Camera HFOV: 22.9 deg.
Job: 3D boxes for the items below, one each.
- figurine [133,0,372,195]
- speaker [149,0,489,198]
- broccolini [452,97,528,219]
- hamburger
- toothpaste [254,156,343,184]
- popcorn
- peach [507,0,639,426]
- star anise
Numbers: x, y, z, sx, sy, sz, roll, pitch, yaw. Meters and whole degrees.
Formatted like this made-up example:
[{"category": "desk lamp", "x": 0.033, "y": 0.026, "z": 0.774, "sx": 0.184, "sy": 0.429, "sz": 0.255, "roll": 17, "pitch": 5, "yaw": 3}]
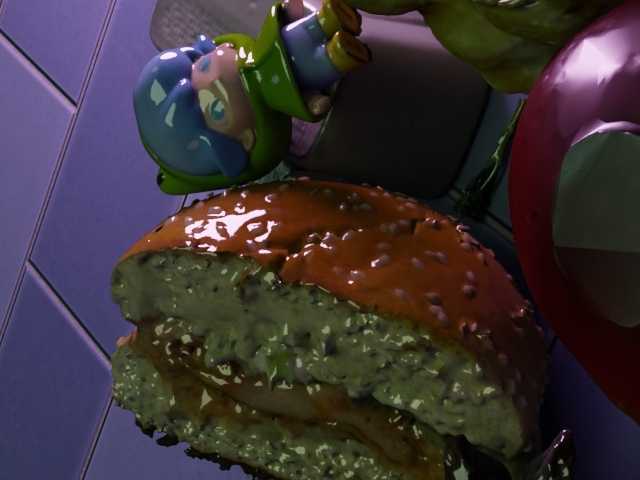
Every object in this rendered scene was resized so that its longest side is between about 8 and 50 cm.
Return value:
[{"category": "figurine", "x": -0.070, "y": -0.144, "z": 1.543, "sx": 0.263, "sy": 0.143, "sz": 0.162, "roll": -27, "pitch": 71, "yaw": 28}, {"category": "speaker", "x": -0.014, "y": -0.205, "z": 1.731, "sx": 0.406, "sy": 0.184, "sz": 0.183, "roll": 40, "pitch": 116, "yaw": 47}, {"category": "broccolini", "x": 0.172, "y": -0.083, "z": 1.594, "sx": 0.030, "sy": 0.035, "sz": 0.140, "roll": 44, "pitch": 117, "yaw": 42}, {"category": "hamburger", "x": 0.029, "y": 0.072, "z": 1.527, "sx": 0.445, "sy": 0.287, "sz": 0.268, "roll": 14, "pitch": 128, "yaw": 19}, {"category": "toothpaste", "x": -0.062, "y": 0.055, "z": 1.799, "sx": 0.067, "sy": 0.081, "sz": 0.337, "roll": 45, "pitch": 126, "yaw": 46}, {"category": "popcorn", "x": 0.153, "y": -0.276, "z": 1.418, "sx": 0.325, "sy": 0.290, "sz": 0.321, "roll": -27, "pitch": 72, "yaw": -3}, {"category": "peach", "x": 0.310, "y": -0.019, "z": 1.191, "sx": 0.335, "sy": 0.310, "sz": 0.406, "roll": -48, "pitch": 51, "yaw": 41}, {"category": "star anise", "x": 0.173, "y": 0.274, "z": 1.371, "sx": 0.236, "sy": 0.223, "sz": 0.109, "roll": -46, "pitch": 28, "yaw": 37}]
